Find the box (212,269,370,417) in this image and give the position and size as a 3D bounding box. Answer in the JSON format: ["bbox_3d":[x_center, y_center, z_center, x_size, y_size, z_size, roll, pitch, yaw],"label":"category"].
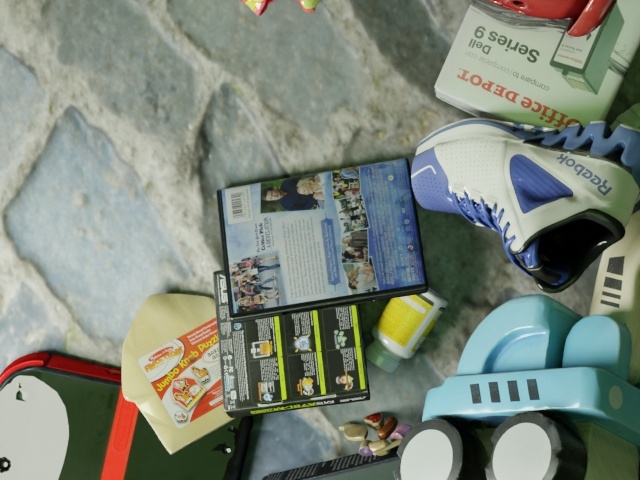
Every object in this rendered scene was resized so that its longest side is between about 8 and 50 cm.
[{"bbox_3d":[-0.038,0.118,1.853,0.184,0.045,0.191,-8,69,3],"label":"box"}]

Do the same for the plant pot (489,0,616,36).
[{"bbox_3d":[0.268,-0.337,1.647,0.174,0.191,0.191,28,94,2],"label":"plant pot"}]

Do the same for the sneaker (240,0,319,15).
[{"bbox_3d":[-0.092,-0.333,1.855,0.208,0.081,0.094,7,95,4],"label":"sneaker"}]

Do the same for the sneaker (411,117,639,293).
[{"bbox_3d":[0.233,-0.039,1.723,0.315,0.127,0.182,0,56,37],"label":"sneaker"}]

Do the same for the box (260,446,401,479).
[{"bbox_3d":[0.035,0.356,1.855,0.207,0.108,0.153,-13,91,5],"label":"box"}]

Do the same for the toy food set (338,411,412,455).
[{"bbox_3d":[0.076,0.246,1.851,0.078,0.122,0.019,-23,106,-11],"label":"toy food set"}]

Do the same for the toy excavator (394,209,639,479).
[{"bbox_3d":[0.324,0.119,1.738,0.432,0.222,0.445,-11,62,44],"label":"toy excavator"}]

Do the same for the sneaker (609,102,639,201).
[{"bbox_3d":[0.379,-0.088,1.818,0.235,0.095,0.090,-45,72,6],"label":"sneaker"}]

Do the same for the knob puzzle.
[{"bbox_3d":[-0.169,0.154,1.883,0.213,0.030,0.213,3,68,-7],"label":"knob puzzle"}]

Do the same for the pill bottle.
[{"bbox_3d":[0.105,0.109,1.861,0.065,0.065,0.116,34,94,3],"label":"pill bottle"}]

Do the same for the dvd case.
[{"bbox_3d":[0.000,0.000,1.857,0.253,0.022,0.180,-9,69,5],"label":"dvd case"}]

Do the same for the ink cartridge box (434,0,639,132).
[{"bbox_3d":[0.291,-0.269,1.803,0.211,0.121,0.289,24,94,4],"label":"ink cartridge box"}]

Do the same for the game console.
[{"bbox_3d":[-0.290,0.360,1.916,0.341,0.060,0.387,13,94,-2],"label":"game console"}]
